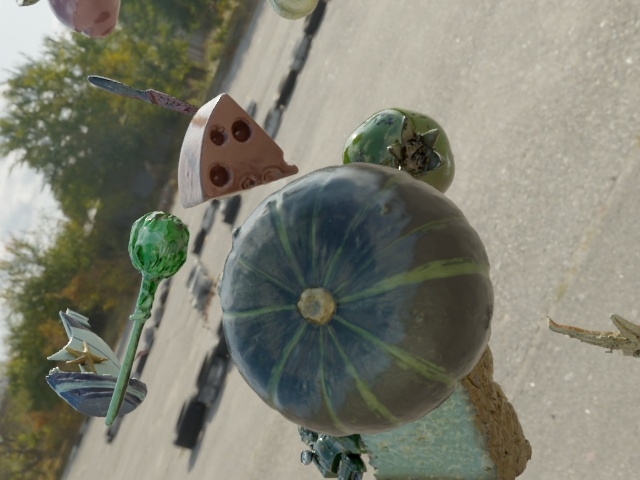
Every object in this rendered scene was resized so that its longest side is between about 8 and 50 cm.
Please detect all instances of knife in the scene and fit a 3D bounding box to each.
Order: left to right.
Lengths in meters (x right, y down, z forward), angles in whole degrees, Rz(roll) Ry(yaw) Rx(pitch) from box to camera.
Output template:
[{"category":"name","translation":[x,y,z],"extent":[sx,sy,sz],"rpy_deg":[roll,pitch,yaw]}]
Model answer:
[{"category":"knife","translation":[-0.338,-0.285,1.566],"extent":[0.035,0.247,0.018],"rpy_deg":[107,179,-47]}]

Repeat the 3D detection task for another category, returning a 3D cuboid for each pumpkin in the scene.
[{"category":"pumpkin","translation":[0.038,0.067,0.929],"extent":[0.323,0.323,0.241],"rpy_deg":[-69,-22,-1]}]

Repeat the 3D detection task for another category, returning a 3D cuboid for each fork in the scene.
[{"category":"fork","translation":[-0.414,0.269,1.741],"extent":[0.115,0.012,0.016],"rpy_deg":[-43,-36,-50]}]

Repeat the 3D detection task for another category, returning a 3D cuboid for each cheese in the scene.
[{"category":"cheese","translation":[-0.178,-0.127,1.441],"extent":[0.177,0.203,0.128],"rpy_deg":[-53,22,-23]}]

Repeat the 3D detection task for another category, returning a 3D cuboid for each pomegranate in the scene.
[{"category":"pomegranate","translation":[0.126,-0.121,1.225],"extent":[0.224,0.181,0.181],"rpy_deg":[-164,95,-84]}]

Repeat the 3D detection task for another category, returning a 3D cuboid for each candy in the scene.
[{"category":"candy","translation":[-0.266,0.116,1.176],"extent":[0.097,0.097,0.323],"rpy_deg":[175,109,-76]}]

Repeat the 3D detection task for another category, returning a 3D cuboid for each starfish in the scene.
[{"category":"starfish","translation":[0.473,0.152,1.185],"extent":[0.138,0.247,0.050],"rpy_deg":[-16,59,59]}]

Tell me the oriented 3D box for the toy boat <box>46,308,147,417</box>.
[{"category":"toy boat","translation":[-0.464,0.239,1.592],"extent":[0.067,0.220,0.291],"rpy_deg":[-57,44,14]}]

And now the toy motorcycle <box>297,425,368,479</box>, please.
[{"category":"toy motorcycle","translation":[0.026,0.371,1.579],"extent":[0.275,0.125,0.187],"rpy_deg":[36,114,57]}]

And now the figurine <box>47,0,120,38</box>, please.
[{"category":"figurine","translation":[-0.223,-0.231,0.745],"extent":[0.067,0.083,0.071],"rpy_deg":[-30,33,24]}]

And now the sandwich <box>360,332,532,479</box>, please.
[{"category":"sandwich","translation":[0.175,0.244,1.328],"extent":[0.262,0.325,0.131],"rpy_deg":[-15,7,41]}]

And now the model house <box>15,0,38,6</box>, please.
[{"category":"model house","translation":[-0.428,-0.585,1.439],"extent":[0.321,0.266,0.261],"rpy_deg":[-46,59,54]}]

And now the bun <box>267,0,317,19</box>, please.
[{"category":"bun","translation":[-0.059,-0.477,1.528],"extent":[0.069,0.115,0.115],"rpy_deg":[-26,45,68]}]
